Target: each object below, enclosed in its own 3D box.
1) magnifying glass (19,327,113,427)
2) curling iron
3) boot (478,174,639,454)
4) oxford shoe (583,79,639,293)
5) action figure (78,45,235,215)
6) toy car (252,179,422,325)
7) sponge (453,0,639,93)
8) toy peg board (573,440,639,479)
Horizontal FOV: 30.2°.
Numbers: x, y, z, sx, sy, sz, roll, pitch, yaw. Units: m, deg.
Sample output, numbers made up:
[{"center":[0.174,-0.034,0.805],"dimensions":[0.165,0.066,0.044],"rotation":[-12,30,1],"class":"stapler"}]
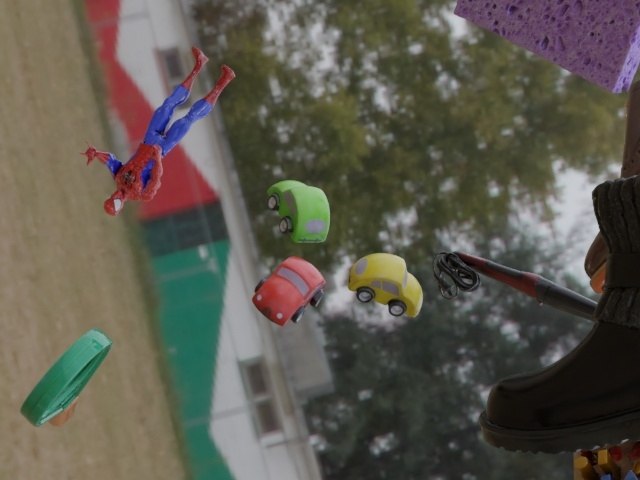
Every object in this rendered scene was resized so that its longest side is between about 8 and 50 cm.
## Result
[{"center":[-0.221,0.129,1.020],"dimensions":[0.026,0.092,0.231],"rotation":[40,-22,2],"class":"magnifying glass"},{"center":[0.265,0.072,1.480],"dimensions":[0.068,0.274,0.035],"rotation":[-65,158,-21],"class":"curling iron"},{"center":[0.302,0.071,1.232],"dimensions":[0.131,0.348,0.260],"rotation":[-12,87,-59],"class":"boot"},{"center":[0.395,-0.105,1.343],"dimensions":[0.132,0.364,0.130],"rotation":[41,20,30],"class":"oxford shoe"},{"center":[-0.245,-0.162,1.737],"dimensions":[0.091,0.280,0.139],"rotation":[32,-3,16],"class":"action figure"},{"center":[0.000,0.000,1.425],"dimensions":[0.053,0.239,0.225],"rotation":[-59,-135,36],"class":"toy car"},{"center":[0.234,-0.241,1.175],"dimensions":[0.210,0.031,0.117],"rotation":[35,-61,34],"class":"sponge"},{"center":[0.417,0.295,1.648],"dimensions":[0.079,0.161,0.161],"rotation":[51,34,-32],"class":"toy peg board"}]
